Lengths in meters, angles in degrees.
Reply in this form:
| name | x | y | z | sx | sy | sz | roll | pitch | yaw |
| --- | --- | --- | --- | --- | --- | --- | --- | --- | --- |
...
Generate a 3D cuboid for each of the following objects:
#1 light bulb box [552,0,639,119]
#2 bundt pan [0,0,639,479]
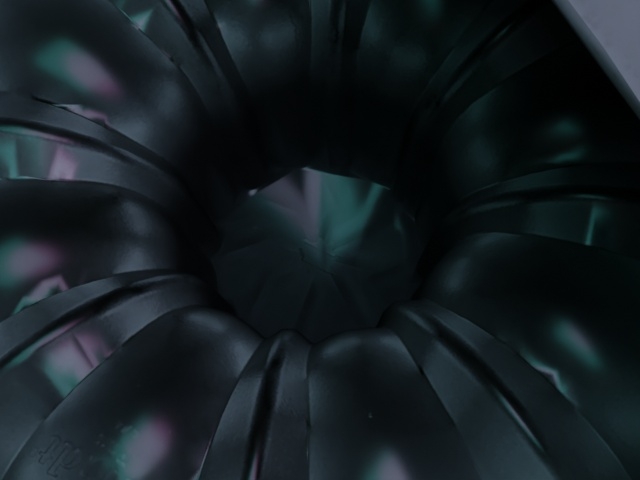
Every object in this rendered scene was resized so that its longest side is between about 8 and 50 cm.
| name | x | y | z | sx | sy | sz | roll | pitch | yaw |
| --- | --- | --- | --- | --- | --- | --- | --- | --- | --- |
| light bulb box | 0.172 | -0.151 | 0.471 | 0.225 | 0.361 | 0.358 | -40 | 66 | 20 |
| bundt pan | 0.000 | 0.000 | 0.570 | 0.330 | 0.124 | 0.331 | -1 | 65 | 2 |
